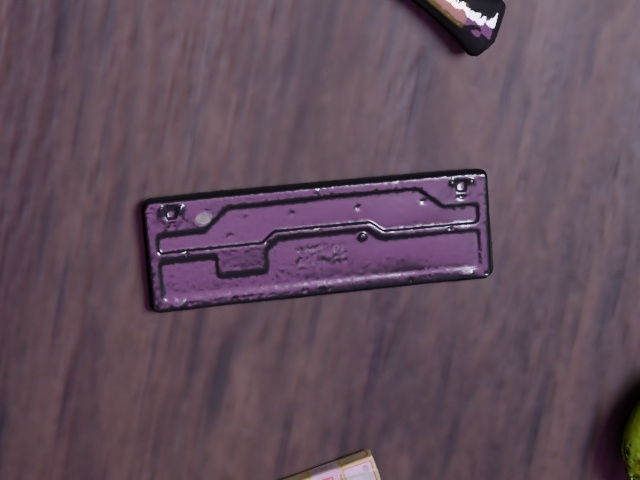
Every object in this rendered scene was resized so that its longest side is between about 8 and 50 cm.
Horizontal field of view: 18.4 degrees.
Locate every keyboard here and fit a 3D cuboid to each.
[{"bbox_3d":[0.000,0.000,0.870,0.155,0.010,0.053,-5,103,-7],"label":"keyboard"}]

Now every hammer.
[{"bbox_3d":[-0.006,-0.144,0.835,0.201,0.021,0.078,38,94,-12],"label":"hammer"}]

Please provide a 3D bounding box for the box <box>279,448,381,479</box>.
[{"bbox_3d":[0.014,0.141,0.899,0.046,0.012,0.083,-19,103,-4],"label":"box"}]

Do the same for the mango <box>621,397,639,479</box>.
[{"bbox_3d":[0.218,0.090,0.887,0.165,0.074,0.091,-5,104,-7],"label":"mango"}]
